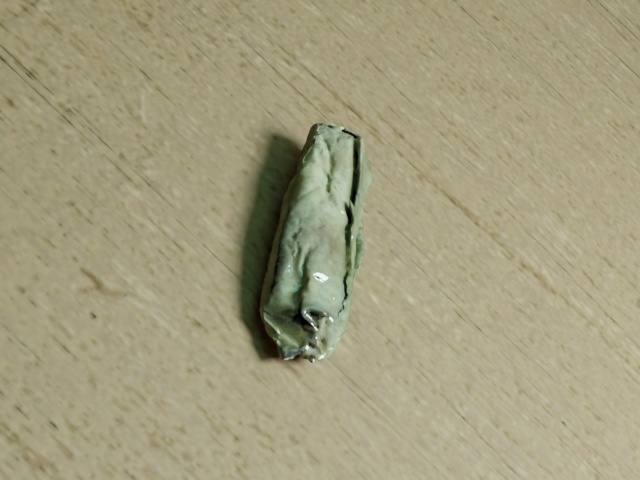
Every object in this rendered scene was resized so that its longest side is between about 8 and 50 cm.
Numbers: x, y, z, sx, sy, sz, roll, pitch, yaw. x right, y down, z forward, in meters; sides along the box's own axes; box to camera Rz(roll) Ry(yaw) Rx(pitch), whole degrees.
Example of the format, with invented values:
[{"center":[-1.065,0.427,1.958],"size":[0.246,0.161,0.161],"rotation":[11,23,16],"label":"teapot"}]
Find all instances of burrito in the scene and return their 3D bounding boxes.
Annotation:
[{"center":[0.000,0.001,0.972],"size":[0.058,0.045,0.188],"rotation":[12,49,0],"label":"burrito"}]
